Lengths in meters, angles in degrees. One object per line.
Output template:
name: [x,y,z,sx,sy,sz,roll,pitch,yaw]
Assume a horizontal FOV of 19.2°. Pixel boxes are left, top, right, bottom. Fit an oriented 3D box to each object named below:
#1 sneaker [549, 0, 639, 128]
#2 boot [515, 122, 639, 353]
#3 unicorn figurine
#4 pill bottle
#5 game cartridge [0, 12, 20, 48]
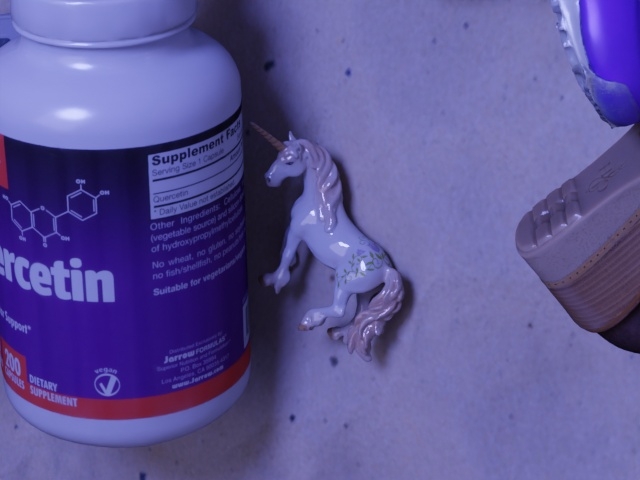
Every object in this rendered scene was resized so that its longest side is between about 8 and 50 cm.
sneaker: [0.217,-0.195,1.016,0.146,0.102,0.293,0,58,30]
boot: [0.256,-0.005,1.047,0.248,0.207,0.090,-34,36,36]
unicorn figurine: [0.000,0.000,1.328,0.162,0.060,0.111,38,120,10]
pill bottle: [-0.142,-0.031,1.313,0.181,0.181,0.323,18,121,36]
game cartridge: [-0.264,-0.079,1.527,0.294,0.060,0.196,-12,85,39]
